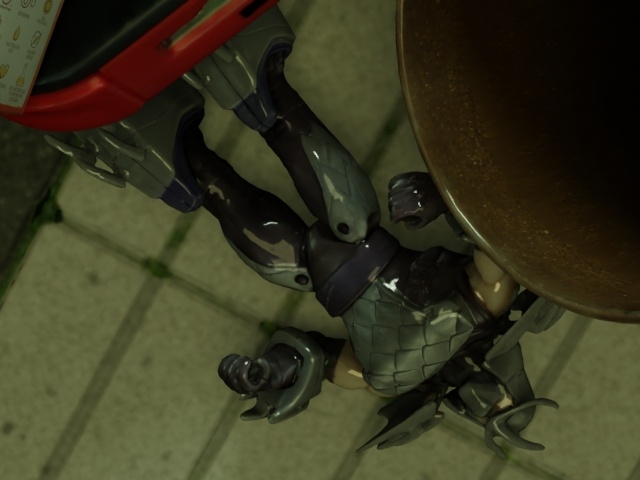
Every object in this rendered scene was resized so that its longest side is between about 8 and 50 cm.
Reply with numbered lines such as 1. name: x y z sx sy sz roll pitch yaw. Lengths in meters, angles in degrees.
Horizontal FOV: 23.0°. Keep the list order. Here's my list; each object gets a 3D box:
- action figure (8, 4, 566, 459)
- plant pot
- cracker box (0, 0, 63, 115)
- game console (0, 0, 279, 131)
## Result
1. action figure: 0.000 0.000 0.733 0.285 0.099 0.185 45 116 1
2. plant pot: 0.187 -0.091 0.648 0.230 0.215 0.215 -10 105 -42
3. cracker box: -0.158 -0.184 0.620 0.156 0.067 0.232 20 92 15
4. game console: -0.071 -0.273 0.666 0.386 0.060 0.342 -36 79 10
